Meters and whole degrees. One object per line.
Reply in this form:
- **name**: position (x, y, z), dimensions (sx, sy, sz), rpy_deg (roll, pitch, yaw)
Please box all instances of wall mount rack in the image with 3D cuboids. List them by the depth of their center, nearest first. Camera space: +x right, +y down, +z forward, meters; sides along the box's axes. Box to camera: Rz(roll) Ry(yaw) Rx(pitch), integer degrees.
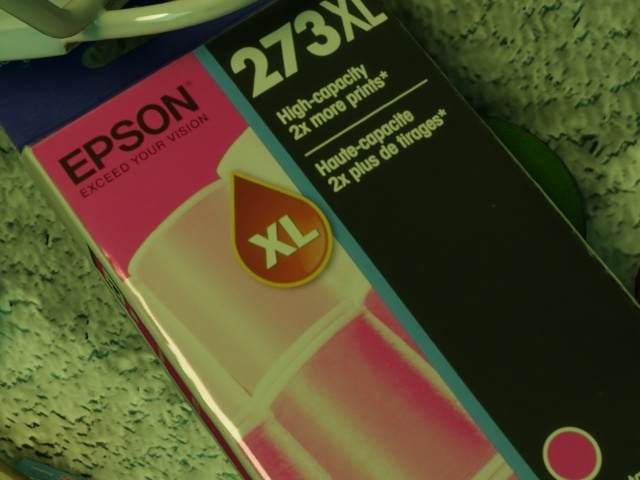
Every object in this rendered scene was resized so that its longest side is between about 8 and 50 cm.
- **wall mount rack**: position (-0.200, -0.131, 0.546), dimensions (0.350, 0.304, 0.131), rpy_deg (-3, 119, 19)

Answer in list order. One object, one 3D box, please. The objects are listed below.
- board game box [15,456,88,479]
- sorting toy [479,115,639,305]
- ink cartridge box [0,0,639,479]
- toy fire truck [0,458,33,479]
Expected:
- **board game box**: position (-0.113, 0.246, 0.823), dimensions (0.211, 0.039, 0.160), rpy_deg (17, 113, 6)
- **sorting toy**: position (0.044, 0.006, 0.646), dimensions (0.365, 0.126, 0.127), rpy_deg (16, 113, 8)
- **ink cartridge box**: position (0.000, 0.000, 0.570), dimensions (0.175, 0.069, 0.371), rpy_deg (-34, 71, -14)
- **toy fire truck**: position (-0.247, 0.081, 0.745), dimensions (0.246, 0.158, 0.217), rpy_deg (14, 113, -5)
